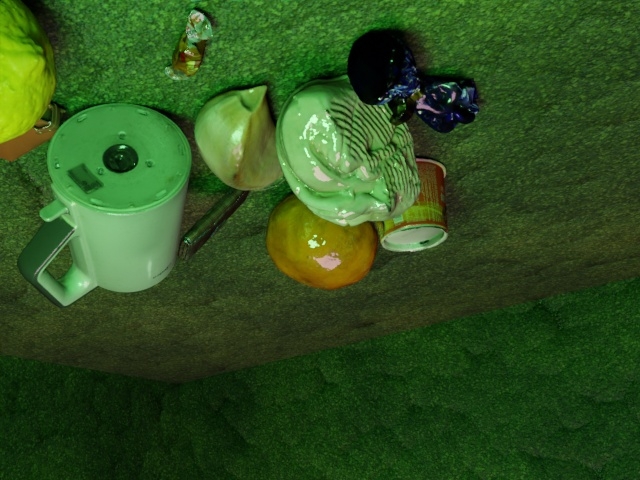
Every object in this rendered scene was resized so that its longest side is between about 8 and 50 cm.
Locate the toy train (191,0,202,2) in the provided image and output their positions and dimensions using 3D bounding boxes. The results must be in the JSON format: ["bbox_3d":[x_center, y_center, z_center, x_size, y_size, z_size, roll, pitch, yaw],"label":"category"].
[{"bbox_3d":[-0.118,-0.384,0.955,0.178,0.071,0.104,-7,168,-1],"label":"toy train"}]

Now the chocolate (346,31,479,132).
[{"bbox_3d":[0.184,-0.276,1.252,0.343,0.126,0.148,10,116,-50],"label":"chocolate"}]

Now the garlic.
[{"bbox_3d":[-0.126,-0.179,1.363,0.196,0.151,0.338,-25,155,12],"label":"garlic"}]

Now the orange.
[{"bbox_3d":[0.000,0.000,1.666,0.284,0.225,0.284,18,163,6],"label":"orange"}]

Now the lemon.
[{"bbox_3d":[-0.526,-0.250,0.944,0.311,0.253,0.253,7,160,13],"label":"lemon"}]

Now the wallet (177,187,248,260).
[{"bbox_3d":[-0.245,-0.053,1.563,0.042,0.230,0.124,39,152,0],"label":"wallet"}]

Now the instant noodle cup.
[{"bbox_3d":[0.215,-0.078,1.628,0.214,0.174,0.213,-5,158,-2],"label":"instant noodle cup"}]

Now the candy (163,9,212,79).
[{"bbox_3d":[-0.221,-0.314,1.121,0.053,0.046,0.182,6,157,-23],"label":"candy"}]

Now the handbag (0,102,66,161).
[{"bbox_3d":[-0.583,-0.217,1.250,0.190,0.062,0.127,-18,154,32],"label":"handbag"}]

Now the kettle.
[{"bbox_3d":[-0.432,-0.031,1.337,0.361,0.250,0.376,-45,169,-30],"label":"kettle"}]

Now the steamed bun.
[{"bbox_3d":[0.037,-0.167,1.290,0.206,0.275,0.320,-9,124,38],"label":"steamed bun"}]
